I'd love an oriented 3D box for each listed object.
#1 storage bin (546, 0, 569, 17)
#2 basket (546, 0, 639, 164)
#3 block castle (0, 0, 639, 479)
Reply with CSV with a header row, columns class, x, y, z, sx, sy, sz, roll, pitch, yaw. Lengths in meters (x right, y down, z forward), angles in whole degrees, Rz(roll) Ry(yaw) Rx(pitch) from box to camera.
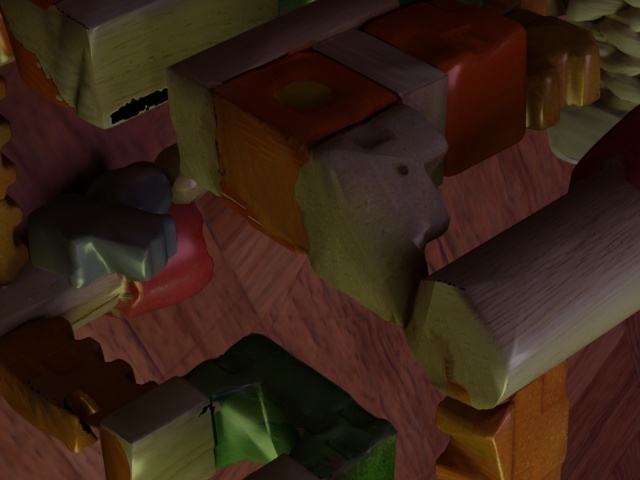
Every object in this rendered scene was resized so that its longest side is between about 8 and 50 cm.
class,x,y,z,sx,sy,sz,roll,pitch,yaw
storage bin,0.100,-0.250,1.071,0.260,0.262,0.123,-53,146,-17
basket,0.331,-0.160,0.917,0.331,0.328,0.266,-26,128,-42
block castle,0.000,0.000,0.934,0.213,0.453,0.303,-29,134,-33
